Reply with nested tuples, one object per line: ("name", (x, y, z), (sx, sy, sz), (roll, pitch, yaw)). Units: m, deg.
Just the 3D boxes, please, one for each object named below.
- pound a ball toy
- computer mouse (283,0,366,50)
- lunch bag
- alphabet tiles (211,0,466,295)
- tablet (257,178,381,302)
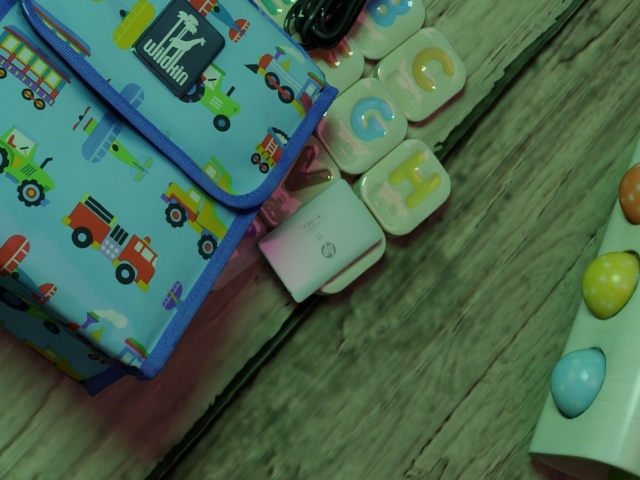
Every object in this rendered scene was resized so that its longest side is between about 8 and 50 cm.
("pound a ball toy", (0.281, 0.028, 1.222), (0.136, 0.208, 0.319), (26, 77, -19))
("computer mouse", (-0.023, -0.282, 1.180), (0.262, 0.060, 0.184), (49, 65, -13))
("lunch bag", (-0.135, -0.082, 1.103), (0.221, 0.138, 0.293), (40, 66, -14))
("alphabet tiles", (-0.029, -0.108, 1.203), (0.278, 0.021, 0.284), (-39, 100, -21))
("tablet", (0.000, 0.000, 1.192), (0.083, 0.006, 0.054), (-38, 100, -18))
